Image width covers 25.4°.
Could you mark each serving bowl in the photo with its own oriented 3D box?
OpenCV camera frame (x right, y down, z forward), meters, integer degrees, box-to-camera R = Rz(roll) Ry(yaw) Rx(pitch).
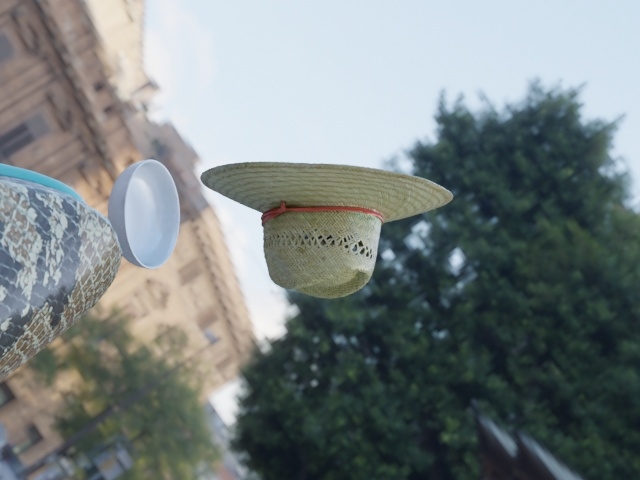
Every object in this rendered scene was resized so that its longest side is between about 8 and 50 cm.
[{"bbox_3d":[-0.139,-0.020,1.084,0.027,0.083,0.083,1,-44,24],"label":"serving bowl"}]

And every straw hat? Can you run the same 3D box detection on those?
[{"bbox_3d":[0.000,0.000,0.797,0.144,0.145,0.061,141,-45,-76],"label":"straw hat"}]

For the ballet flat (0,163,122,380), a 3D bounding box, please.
[{"bbox_3d":[-0.299,0.043,0.539,0.164,0.483,0.182,-55,-141,38],"label":"ballet flat"}]
